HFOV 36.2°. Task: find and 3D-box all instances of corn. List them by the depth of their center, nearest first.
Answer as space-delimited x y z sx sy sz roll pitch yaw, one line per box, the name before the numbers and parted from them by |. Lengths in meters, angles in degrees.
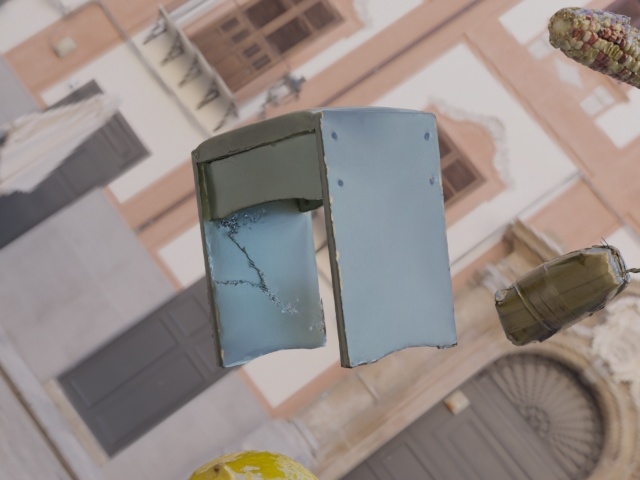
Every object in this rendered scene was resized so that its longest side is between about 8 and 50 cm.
corn | 0.473 -0.273 1.441 0.290 0.098 0.098 19 -7 -10

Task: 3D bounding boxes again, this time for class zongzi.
zongzi | 0.313 0.052 1.182 0.081 0.189 0.178 63 22 10

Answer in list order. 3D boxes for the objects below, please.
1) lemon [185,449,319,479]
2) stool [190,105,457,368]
lemon | -0.064 0.298 0.932 0.178 0.178 0.203 30 -43 63
stool | 0.000 0.000 1.098 0.244 0.170 0.269 -7 -91 51
